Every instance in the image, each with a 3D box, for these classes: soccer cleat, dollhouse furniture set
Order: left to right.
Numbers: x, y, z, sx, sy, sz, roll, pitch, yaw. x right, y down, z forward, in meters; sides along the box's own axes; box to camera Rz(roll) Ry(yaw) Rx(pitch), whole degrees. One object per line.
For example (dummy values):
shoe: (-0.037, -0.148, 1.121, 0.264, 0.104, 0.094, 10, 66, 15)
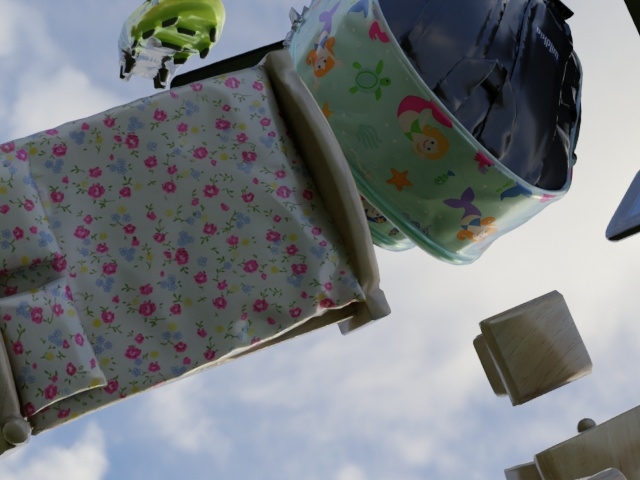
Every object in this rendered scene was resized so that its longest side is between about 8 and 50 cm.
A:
soccer cleat: (-0.175, -0.257, 1.723, 0.093, 0.121, 0.289, 13, -10, -17)
dollhouse furniture set: (0.000, 0.000, 0.644, 0.355, 0.303, 0.174, 67, -25, 6)

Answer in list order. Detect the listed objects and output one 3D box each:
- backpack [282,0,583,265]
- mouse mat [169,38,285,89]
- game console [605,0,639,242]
backpack: (0.076, -0.103, 1.085, 0.191, 0.253, 0.225, -39, -72, 25)
mouse mat: (-0.029, -0.104, 1.358, 0.190, 0.007, 0.152, -17, -73, 15)
game console: (0.330, -0.167, 1.256, 0.293, 0.173, 0.250, -30, -98, 60)
